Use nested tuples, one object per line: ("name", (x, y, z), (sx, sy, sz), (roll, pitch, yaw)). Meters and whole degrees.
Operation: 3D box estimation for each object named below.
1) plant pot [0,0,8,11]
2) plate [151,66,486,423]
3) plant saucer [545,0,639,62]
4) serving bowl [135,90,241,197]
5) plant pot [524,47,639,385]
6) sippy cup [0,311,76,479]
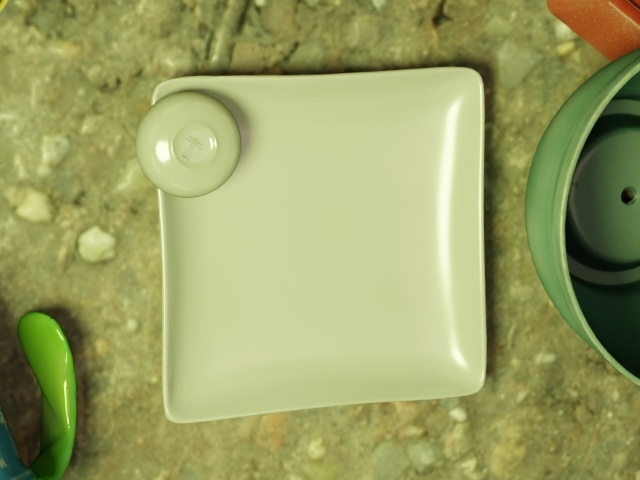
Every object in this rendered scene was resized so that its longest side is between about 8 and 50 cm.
("plant pot", (-0.288, -0.209, 1.122), (0.134, 0.095, 0.134), (-2, 98, -16))
("plate", (0.000, 0.000, 1.269), (0.277, 0.045, 0.278), (-4, 99, -15))
("plant saucer", (0.364, -0.233, 1.345), (0.259, 0.048, 0.258), (35, 87, -19))
("serving bowl", (-0.099, -0.073, 1.192), (0.083, 0.027, 0.083), (-2, 98, -14))
("plant pot", (0.287, -0.030, 1.272), (0.293, 0.196, 0.293), (-3, 99, -17))
("sippy cup", (-0.331, 0.119, 1.102), (0.240, 0.305, 0.224), (-13, 90, 13))
